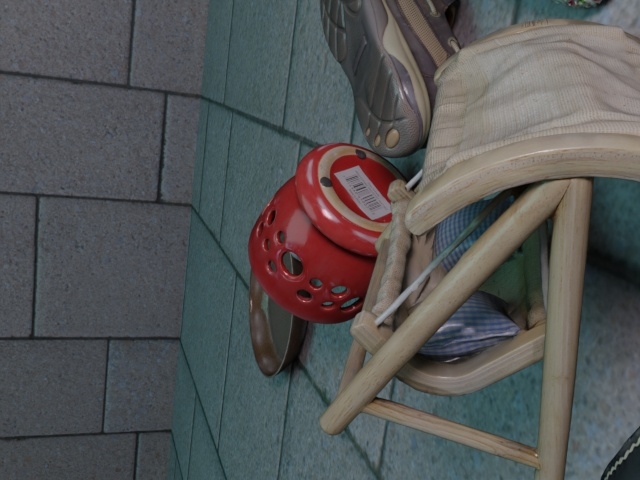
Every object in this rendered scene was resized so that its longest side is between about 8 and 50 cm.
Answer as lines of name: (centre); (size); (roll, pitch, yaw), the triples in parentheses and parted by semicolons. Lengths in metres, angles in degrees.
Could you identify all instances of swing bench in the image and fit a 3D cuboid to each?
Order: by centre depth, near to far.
swing bench: (0.127, -0.013, 0.485); (0.253, 0.165, 0.255); (-67, -7, -58)

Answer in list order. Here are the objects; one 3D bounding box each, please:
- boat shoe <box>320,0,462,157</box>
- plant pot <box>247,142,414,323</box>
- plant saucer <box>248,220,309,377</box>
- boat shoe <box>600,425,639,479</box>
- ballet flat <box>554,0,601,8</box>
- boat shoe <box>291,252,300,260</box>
boat shoe: (0.089, -0.249, 0.806); (0.132, 0.130, 0.356); (121, 140, -59)
plant pot: (0.024, -0.015, 0.878); (0.174, 0.191, 0.191); (-53, 38, 44)
plant saucer: (-0.081, 0.110, 1.341); (0.310, 0.050, 0.311); (-177, 90, -71)
boat shoe: (0.244, 0.042, 0.338); (0.113, 0.127, 0.340); (-105, 28, -43)
ballet flat: (0.182, -0.288, 0.624); (0.091, 0.077, 0.241); (103, 159, -46)
boat shoe: (0.000, 0.000, 1.125); (0.184, 0.066, 0.063); (-42, 47, 50)
